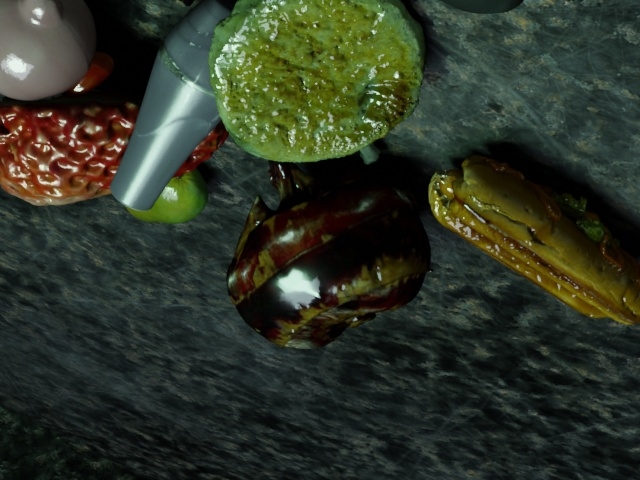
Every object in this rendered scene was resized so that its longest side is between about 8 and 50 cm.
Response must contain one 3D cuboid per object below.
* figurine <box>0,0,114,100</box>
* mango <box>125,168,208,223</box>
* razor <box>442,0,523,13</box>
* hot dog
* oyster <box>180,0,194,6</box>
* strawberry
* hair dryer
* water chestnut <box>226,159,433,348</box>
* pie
[{"bbox_3d":[-0.375,-0.265,1.946,0.173,0.173,0.173,17,154,8],"label":"figurine"},{"bbox_3d":[-0.251,-0.075,2.317,0.122,0.085,0.191,35,150,-33],"label":"mango"},{"bbox_3d":[0.137,-0.356,1.439,0.204,0.113,0.349,18,152,4],"label":"razor"},{"bbox_3d":[0.302,-0.007,1.999,0.349,0.117,0.158,31,172,-16],"label":"hot dog"},{"bbox_3d":[-0.119,-0.351,1.705,0.129,0.078,0.345,18,153,-14],"label":"oyster"},{"bbox_3d":[-0.289,-0.127,2.052,0.336,0.149,0.265,-1,-172,6],"label":"strawberry"},{"bbox_3d":[-0.073,-0.143,1.950,0.361,0.121,0.301,15,119,-32],"label":"hair dryer"},{"bbox_3d":[0.000,0.000,2.103,0.300,0.300,0.300,17,154,8],"label":"water chestnut"},{"bbox_3d":[-0.007,-0.207,1.785,0.277,0.078,0.277,-6,130,-7],"label":"pie"}]
